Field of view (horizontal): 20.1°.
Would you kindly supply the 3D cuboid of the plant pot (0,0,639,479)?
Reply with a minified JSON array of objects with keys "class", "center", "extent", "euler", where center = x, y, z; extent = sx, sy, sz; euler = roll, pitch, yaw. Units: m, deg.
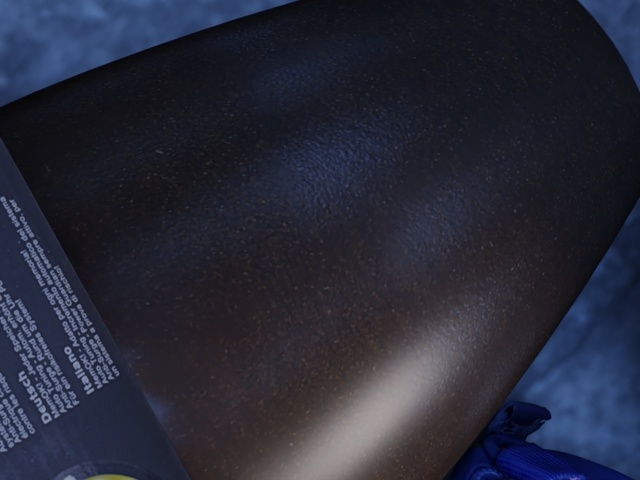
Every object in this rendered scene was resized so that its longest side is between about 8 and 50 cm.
[{"class":"plant pot","center":[0.000,0.000,0.649],"extent":[0.230,0.215,0.215],"euler":[-36,95,-18]}]

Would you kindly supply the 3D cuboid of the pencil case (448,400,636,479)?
[{"class":"pencil case","center":[0.047,0.217,0.687],"extent":[0.133,0.119,0.306],"euler":[30,89,-28]}]

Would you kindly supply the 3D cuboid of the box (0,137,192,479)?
[{"class":"box","center":[-0.183,0.075,0.575],"extent":[0.097,0.318,0.395],"euler":[-33,97,-45]}]
